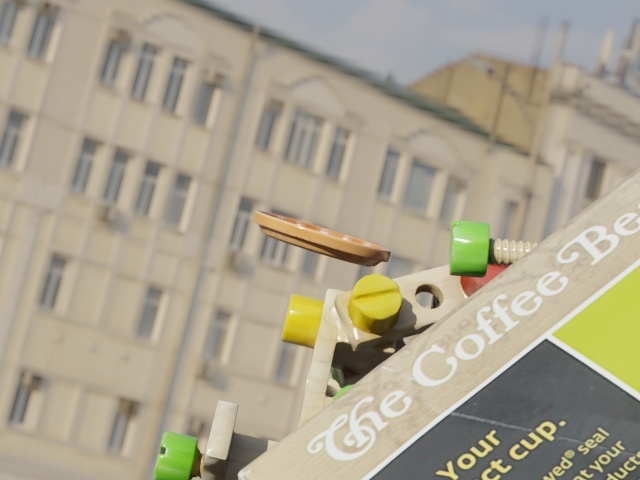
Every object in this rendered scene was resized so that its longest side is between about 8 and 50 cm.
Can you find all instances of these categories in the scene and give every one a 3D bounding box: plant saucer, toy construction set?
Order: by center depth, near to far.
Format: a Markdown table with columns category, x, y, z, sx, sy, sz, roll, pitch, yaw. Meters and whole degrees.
| category | x | y | z | sx | sy | sz | roll | pitch | yaw |
| --- | --- | --- | --- | --- | --- | --- | --- | --- | --- |
| plant saucer | 0.000 | 0.000 | 1.067 | 0.083 | 0.013 | 0.083 | 16 | 2 | -1 |
| toy construction set | 0.012 | 0.120 | 1.265 | 0.237 | 0.257 | 0.309 | 5 | -4 | 0 |

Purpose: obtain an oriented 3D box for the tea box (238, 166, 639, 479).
| category | x | y | z | sx | sy | sz | roll | pitch | yaw |
| --- | --- | --- | --- | --- | --- | --- | --- | --- | --- |
| tea box | 0.214 | 0.119 | 0.572 | 0.323 | 0.329 | 0.220 | 38 | -23 | 45 |
